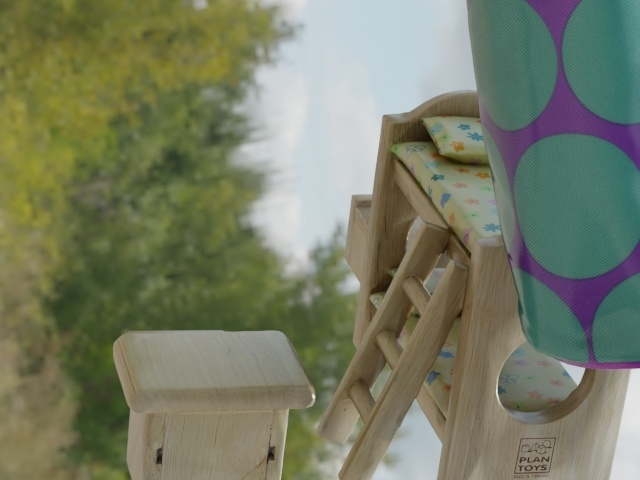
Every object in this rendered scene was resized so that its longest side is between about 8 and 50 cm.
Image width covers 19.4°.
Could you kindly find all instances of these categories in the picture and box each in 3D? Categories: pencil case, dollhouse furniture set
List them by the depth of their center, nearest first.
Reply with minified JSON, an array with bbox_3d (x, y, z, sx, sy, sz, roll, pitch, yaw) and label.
[{"bbox_3d":[0.077,-0.046,0.502,0.064,0.070,0.152,-147,-135,-70],"label":"pencil case"},{"bbox_3d":[0.000,0.000,0.642,0.182,0.160,0.101,-121,-146,-61],"label":"dollhouse furniture set"}]
